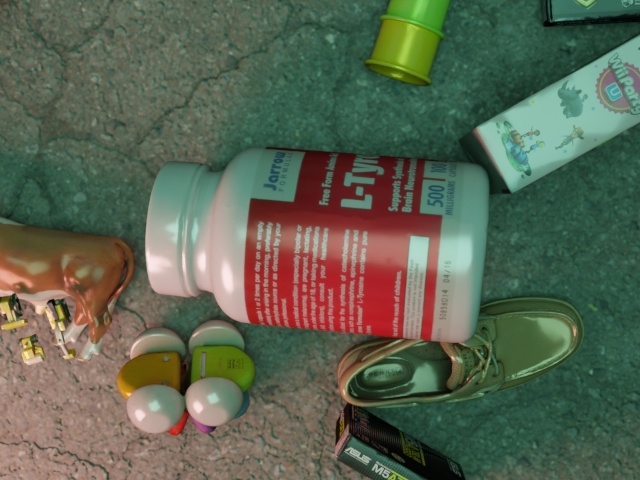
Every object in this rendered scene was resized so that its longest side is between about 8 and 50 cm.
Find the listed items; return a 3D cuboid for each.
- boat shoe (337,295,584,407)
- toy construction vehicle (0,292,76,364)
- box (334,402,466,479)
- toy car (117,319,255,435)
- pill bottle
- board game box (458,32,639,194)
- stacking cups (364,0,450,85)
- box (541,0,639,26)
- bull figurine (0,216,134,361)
[{"bbox_3d":[0.191,0.162,1.429,0.341,0.110,0.121,-17,93,2],"label":"boat shoe"},{"bbox_3d":[-0.366,0.113,1.383,0.086,0.035,0.098,-12,104,3],"label":"toy construction vehicle"},{"bbox_3d":[0.106,0.290,1.399,0.184,0.190,0.045,28,94,0],"label":"box"},{"bbox_3d":[-0.173,0.201,1.434,0.182,0.159,0.136,-8,128,1],"label":"toy car"},{"bbox_3d":[0.000,0.000,1.356,0.408,0.229,0.229,5,94,6],"label":"pill bottle"},{"bbox_3d":[0.336,-0.171,1.350,0.303,0.224,0.097,-31,92,3],"label":"board game box"},{"bbox_3d":[0.152,-0.366,1.416,0.096,0.096,0.316,19,90,0],"label":"stacking cups"},{"bbox_3d":[0.403,-0.379,1.422,0.220,0.051,0.175,-3,93,2],"label":"box"},{"bbox_3d":[-0.409,0.046,1.438,0.310,0.101,0.188,9,98,2],"label":"bull figurine"}]
